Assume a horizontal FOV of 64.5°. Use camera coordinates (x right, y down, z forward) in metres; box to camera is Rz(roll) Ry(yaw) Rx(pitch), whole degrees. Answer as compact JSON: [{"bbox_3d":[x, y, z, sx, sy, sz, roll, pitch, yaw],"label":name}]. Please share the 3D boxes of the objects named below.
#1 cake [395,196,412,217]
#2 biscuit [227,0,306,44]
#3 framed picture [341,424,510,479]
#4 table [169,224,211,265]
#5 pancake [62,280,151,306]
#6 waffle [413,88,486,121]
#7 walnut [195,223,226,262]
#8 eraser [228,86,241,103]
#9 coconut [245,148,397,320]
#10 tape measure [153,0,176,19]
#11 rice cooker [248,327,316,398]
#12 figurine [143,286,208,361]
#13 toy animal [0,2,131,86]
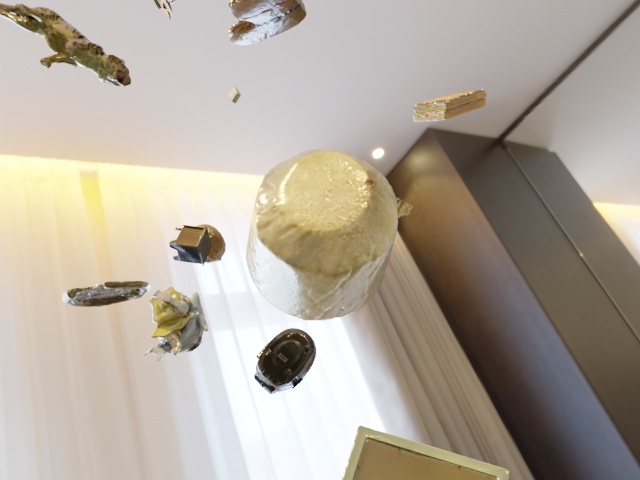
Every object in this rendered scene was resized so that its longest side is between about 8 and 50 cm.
[{"bbox_3d":[0.148,-0.059,1.189,0.116,0.079,0.185,-66,-25,-1],"label":"cake"},{"bbox_3d":[-0.178,-0.666,1.509,0.262,0.052,0.277,-17,-2,11],"label":"biscuit"},{"bbox_3d":[0.116,0.408,0.662,0.231,0.293,0.018,11,-44,18],"label":"framed picture"},{"bbox_3d":[-0.341,0.010,1.327,0.082,0.070,0.083,7,-41,5],"label":"table"},{"bbox_3d":[-0.581,0.145,1.394,0.235,0.029,0.212,-16,-17,14],"label":"pancake"},{"bbox_3d":[0.289,-0.301,1.133,0.148,0.042,0.102,-24,19,-34],"label":"waffle"},{"bbox_3d":[-0.326,0.012,1.460,0.105,0.105,0.124,-35,-72,22],"label":"walnut"},{"bbox_3d":[-0.288,-0.490,1.706,0.019,0.083,0.038,29,-72,-31],"label":"eraser"},{"bbox_3d":[0.000,0.000,0.946,0.328,0.329,0.329,-18,-28,-10],"label":"coconut"},{"bbox_3d":[-0.246,-0.587,0.947,0.243,0.125,0.246,-34,-66,-14],"label":"tape measure"},{"bbox_3d":[-0.098,0.331,1.393,0.203,0.142,0.118,-46,-15,-24],"label":"rice cooker"},{"bbox_3d":[-0.381,0.218,1.318,0.128,0.208,0.184,-8,-51,48],"label":"figurine"},{"bbox_3d":[-0.409,-0.312,0.791,0.057,0.241,0.099,-54,-2,23],"label":"toy animal"}]
